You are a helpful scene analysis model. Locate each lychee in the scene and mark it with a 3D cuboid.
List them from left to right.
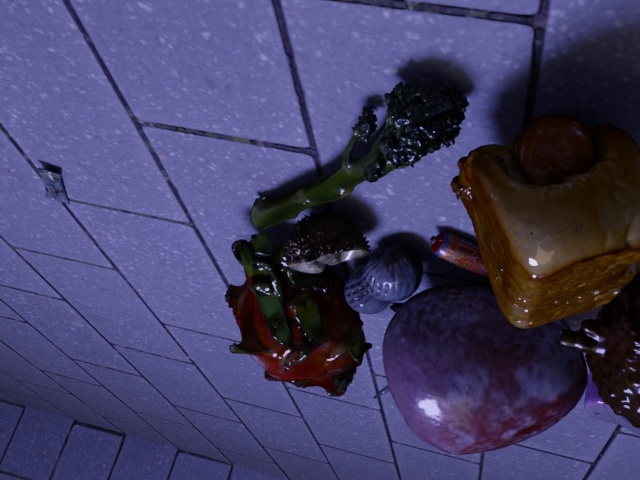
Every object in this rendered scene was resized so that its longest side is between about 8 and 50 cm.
[{"bbox_3d":[0.370,0.112,0.862,0.238,0.200,0.200,2,154,3],"label":"lychee"}]

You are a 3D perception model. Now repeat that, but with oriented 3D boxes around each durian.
[{"bbox_3d":[-0.003,-0.001,0.998,0.110,0.071,0.140,-20,174,17],"label":"durian"}]

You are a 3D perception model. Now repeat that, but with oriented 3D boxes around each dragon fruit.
[{"bbox_3d":[-0.030,0.108,1.141,0.200,0.198,0.269,36,159,21],"label":"dragon fruit"}]

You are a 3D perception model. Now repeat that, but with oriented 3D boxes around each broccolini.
[{"bbox_3d":[0.008,-0.078,0.873,0.392,0.078,0.074,-21,94,55],"label":"broccolini"}]

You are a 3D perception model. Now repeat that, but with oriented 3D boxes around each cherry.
[{"bbox_3d":[0.187,0.160,1.047,0.285,0.213,0.236,-19,164,29],"label":"cherry"}]

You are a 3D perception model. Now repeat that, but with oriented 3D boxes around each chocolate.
[{"bbox_3d":[0.081,0.052,1.072,0.072,0.072,0.167,24,155,-12],"label":"chocolate"}]

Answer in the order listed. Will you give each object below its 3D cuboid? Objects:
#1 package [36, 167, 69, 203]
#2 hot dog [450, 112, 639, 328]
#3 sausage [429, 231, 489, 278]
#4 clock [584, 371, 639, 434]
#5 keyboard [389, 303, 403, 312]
[{"bbox_3d":[-0.381,-0.078,1.184,0.037,0.015,0.110,15,157,-6],"label":"package"},{"bbox_3d":[0.201,-0.024,0.726,0.150,0.153,0.257,-16,161,4],"label":"hot dog"},{"bbox_3d":[0.186,0.022,0.983,0.129,0.034,0.034,23,155,-12],"label":"sausage"},{"bbox_3d":[0.473,0.192,1.080,0.227,0.090,0.248,11,153,14],"label":"clock"},{"bbox_3d":[0.194,0.106,1.180,0.198,0.010,0.063,-5,149,40],"label":"keyboard"}]
